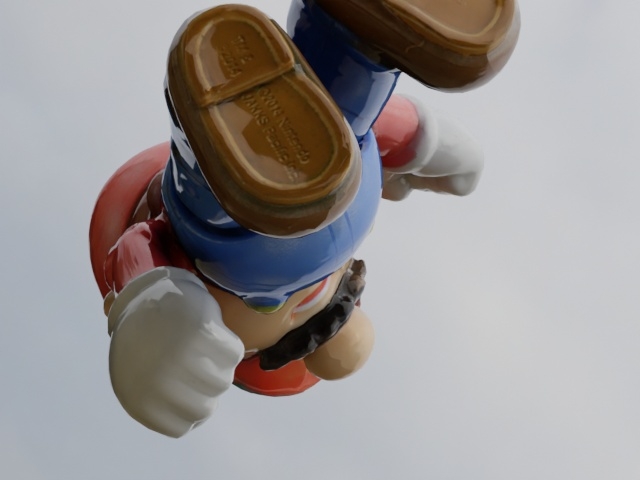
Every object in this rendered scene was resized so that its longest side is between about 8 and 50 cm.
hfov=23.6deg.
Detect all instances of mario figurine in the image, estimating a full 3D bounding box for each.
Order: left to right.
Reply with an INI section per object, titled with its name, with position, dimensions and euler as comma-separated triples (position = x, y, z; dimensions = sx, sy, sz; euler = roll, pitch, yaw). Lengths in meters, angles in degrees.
[mario figurine]
position = 0.000, 0.000, 0.653
dimensions = 0.320, 0.198, 0.170
euler = 122, -39, -69
